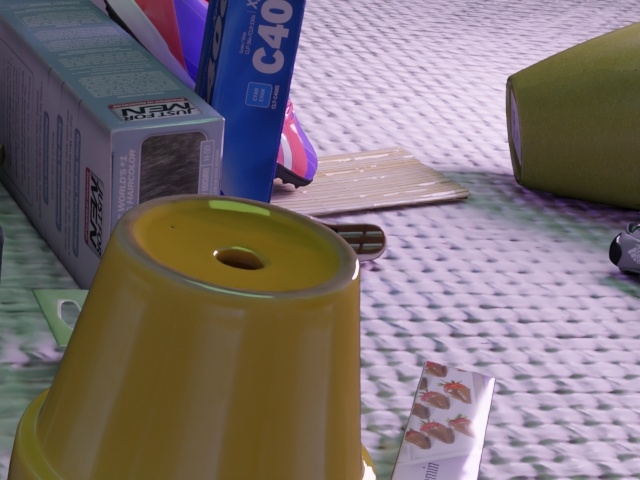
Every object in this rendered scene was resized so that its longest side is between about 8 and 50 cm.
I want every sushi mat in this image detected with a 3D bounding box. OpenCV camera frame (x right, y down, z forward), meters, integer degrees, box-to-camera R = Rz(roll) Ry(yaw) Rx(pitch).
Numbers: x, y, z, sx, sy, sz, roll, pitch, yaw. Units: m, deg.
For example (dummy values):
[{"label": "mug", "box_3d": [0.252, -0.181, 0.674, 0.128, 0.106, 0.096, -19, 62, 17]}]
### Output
[{"label": "sushi mat", "box_3d": [0.015, -0.068, 1.825, 0.316, 0.019, 0.151, -7, 30, -39]}]

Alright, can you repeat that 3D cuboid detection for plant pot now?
[{"label": "plant pot", "box_3d": [-0.075, 0.109, 1.065, 0.254, 0.239, 0.254, 10, 23, -4]}, {"label": "plant pot", "box_3d": [0.382, -0.149, 1.939, 0.293, 0.275, 0.275, -6, 23, 1]}]

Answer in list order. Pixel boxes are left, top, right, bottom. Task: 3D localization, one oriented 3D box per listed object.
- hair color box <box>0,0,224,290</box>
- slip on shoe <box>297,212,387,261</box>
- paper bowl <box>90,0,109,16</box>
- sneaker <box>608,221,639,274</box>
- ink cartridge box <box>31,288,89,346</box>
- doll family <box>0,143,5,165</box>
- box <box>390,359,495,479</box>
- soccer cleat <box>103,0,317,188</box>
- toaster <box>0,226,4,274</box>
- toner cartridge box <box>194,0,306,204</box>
[{"label": "hair color box", "box_3d": [-0.222, -0.096, 1.537, 0.113, 0.185, 0.374, -8, 29, -26]}, {"label": "slip on shoe", "box_3d": [0.000, 0.000, 1.629, 0.135, 0.051, 0.041, 1, -17, -5]}, {"label": "paper bowl", "box_3d": [-0.178, -0.273, 1.809, 0.284, 0.148, 0.284, -2, -15, -1]}, {"label": "sneaker", "box_3d": [0.377, 0.031, 1.702, 0.132, 0.086, 0.229, 10, 12, 8]}, {"label": "ink cartridge box", "box_3d": [-0.130, 0.090, 1.313, 0.209, 0.062, 0.109, 1, 24, -23]}, {"label": "doll family", "box_3d": [-0.390, -0.064, 1.550, 0.111, 0.076, 0.193, 10, 17, 7]}, {"label": "box", "box_3d": [0.082, 0.188, 1.180, 0.063, 0.067, 0.324, 14, 21, 6]}, {"label": "soccer cleat", "box_3d": [-0.089, -0.183, 1.691, 0.318, 0.116, 0.108, 45, 7, -28]}, {"label": "toaster", "box_3d": [-0.380, 0.021, 1.275, 0.227, 0.129, 0.146, -14, 30, -43]}, {"label": "toner cartridge box", "box_3d": [-0.078, -0.150, 1.540, 0.075, 0.348, 0.165, 7, 22, -10]}]
